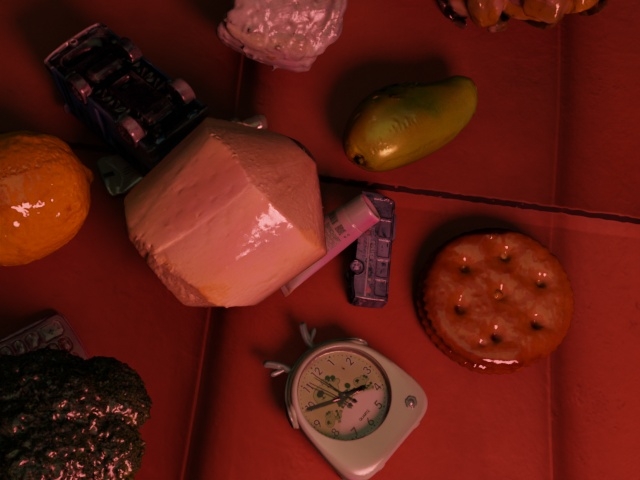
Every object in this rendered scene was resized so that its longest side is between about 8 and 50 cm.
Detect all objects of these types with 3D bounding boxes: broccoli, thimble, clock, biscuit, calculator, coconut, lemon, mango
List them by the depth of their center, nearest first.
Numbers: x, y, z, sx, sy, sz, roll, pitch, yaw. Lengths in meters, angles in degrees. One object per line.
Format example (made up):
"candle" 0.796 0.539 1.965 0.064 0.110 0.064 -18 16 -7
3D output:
"broccoli" -0.328 0.272 1.093 0.297 0.297 0.297 -25 110 -15
"coconut" -0.109 -0.039 1.233 0.244 0.239 0.239 -37 77 3
"calculator" -0.396 0.185 1.238 0.190 0.034 0.126 -27 73 -22
"lemon" -0.401 -0.057 1.252 0.193 0.180 0.180 -30 74 6
"clock" 0.026 0.205 1.262 0.211 0.066 0.159 43 70 10
"biscuit" 0.245 0.082 1.336 0.220 0.066 0.220 2 68 -6
"thimble" -0.048 -0.362 1.399 0.172 0.205 0.250 17 51 -6
"mango" 0.131 -0.180 1.401 0.233 0.111 0.125 -33 81 -19

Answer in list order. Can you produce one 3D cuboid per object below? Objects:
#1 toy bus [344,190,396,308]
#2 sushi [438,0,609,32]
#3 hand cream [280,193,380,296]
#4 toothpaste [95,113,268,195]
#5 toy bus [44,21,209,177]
"toy bus" 0.072 0.013 1.353 0.065 0.047 0.166 9 69 -6
"sushi" 0.310 -0.502 1.449 0.285 0.328 0.329 31 56 -35
"hand cream" 0.000 0.000 1.324 0.174 0.047 0.076 -35 73 14
"toothpaste" -0.198 -0.134 1.381 0.255 0.037 0.067 -21 68 -11
"toy bus" -0.266 -0.187 1.325 0.234 0.133 0.116 40 69 22
